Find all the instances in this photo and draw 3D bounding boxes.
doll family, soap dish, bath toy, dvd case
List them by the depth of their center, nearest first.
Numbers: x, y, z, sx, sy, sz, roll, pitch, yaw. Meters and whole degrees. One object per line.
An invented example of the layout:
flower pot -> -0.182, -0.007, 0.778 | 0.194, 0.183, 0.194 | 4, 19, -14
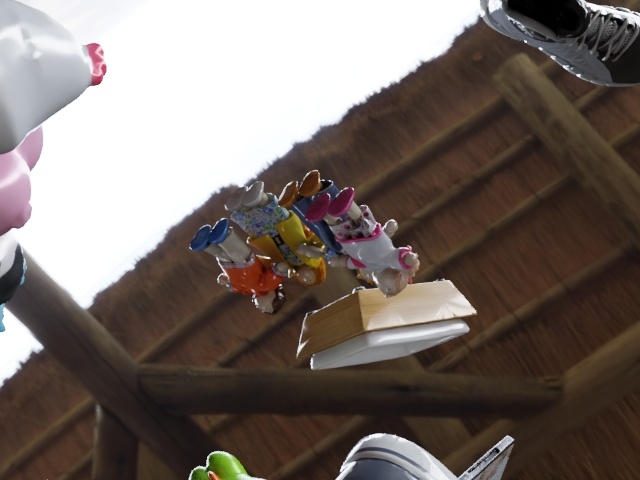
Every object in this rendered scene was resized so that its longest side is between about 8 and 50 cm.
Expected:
bath toy -> -0.256, -0.052, 0.600 | 0.129, 0.151, 0.348 | -25, 163, -40
doll family -> 0.000, 0.000, 0.864 | 0.263, 0.163, 0.118 | -11, -136, 36
dvd case -> 0.279, 0.484, 1.459 | 0.022, 0.180, 0.253 | 27, -155, 30
soap dish -> 0.125, 0.165, 1.541 | 0.291, 0.118, 0.229 | -4, 162, -36

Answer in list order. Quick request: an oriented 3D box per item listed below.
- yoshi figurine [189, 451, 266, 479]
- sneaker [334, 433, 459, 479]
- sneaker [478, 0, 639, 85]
yoshi figurine -> -0.054, 0.472, 1.168 | 0.203, 0.362, 0.203 | -17, 142, -44
sneaker -> 0.129, 0.285, 0.560 | 0.127, 0.321, 0.126 | -46, 166, -50
sneaker -> 0.281, -0.216, 0.825 | 0.132, 0.228, 0.086 | -81, -170, -73
